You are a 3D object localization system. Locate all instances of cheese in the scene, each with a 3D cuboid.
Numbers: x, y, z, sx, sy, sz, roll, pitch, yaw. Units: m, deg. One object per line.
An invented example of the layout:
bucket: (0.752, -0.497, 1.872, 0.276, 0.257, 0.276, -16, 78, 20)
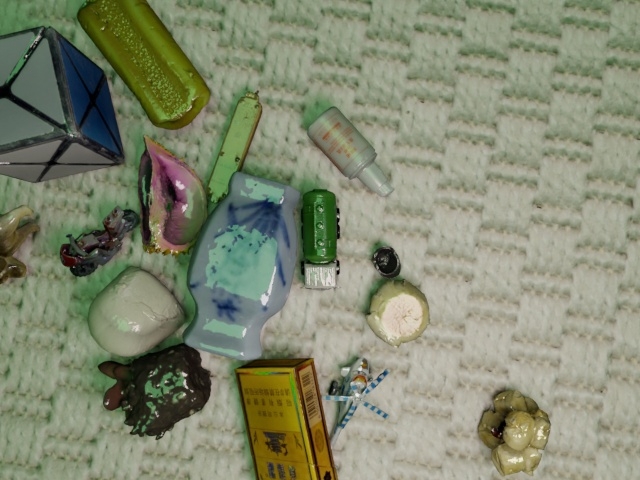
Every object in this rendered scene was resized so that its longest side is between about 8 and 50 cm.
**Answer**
cheese: (-0.444, 0.176, 1.041, 0.198, 0.189, 0.154, 42, 121, 2)

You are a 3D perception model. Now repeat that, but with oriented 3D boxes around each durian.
durian: (-0.360, -0.088, 1.072, 0.186, 0.153, 0.261, 12, 82, -22)

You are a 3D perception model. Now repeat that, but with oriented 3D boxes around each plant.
plant: (-0.382, 0.347, 1.029, 0.233, 0.178, 0.204, -21, 90, -7)

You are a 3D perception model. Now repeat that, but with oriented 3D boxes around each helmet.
helmet: (0.161, 0.055, 1.103, 0.065, 0.049, 0.084, -20, 90, -10)

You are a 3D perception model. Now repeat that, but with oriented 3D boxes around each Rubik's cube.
Rubik's cube: (-0.644, -0.296, 1.012, 0.254, 0.260, 0.259, -14, 86, -1)

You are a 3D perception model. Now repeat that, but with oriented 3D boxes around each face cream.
face cream: (0.084, -0.204, 1.086, 0.101, 0.101, 0.252, -42, 89, -1)

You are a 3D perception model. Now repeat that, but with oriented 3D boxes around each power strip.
power strip: (-0.214, -0.236, 1.117, 0.064, 0.044, 0.305, 20, 90, 1)

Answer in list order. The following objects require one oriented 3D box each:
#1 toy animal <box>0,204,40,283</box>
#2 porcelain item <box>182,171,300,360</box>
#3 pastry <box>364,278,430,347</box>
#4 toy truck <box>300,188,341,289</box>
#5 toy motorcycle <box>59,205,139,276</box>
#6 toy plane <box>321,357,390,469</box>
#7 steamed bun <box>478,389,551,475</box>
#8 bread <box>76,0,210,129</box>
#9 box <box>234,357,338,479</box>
toy animal: (-0.758, 0.001, 1.050, 0.121, 0.233, 0.169, 23, 48, -9)
porcelain item: (-0.180, 0.056, 1.039, 0.242, 0.178, 0.405, 15, 86, 1)
pastry: (0.191, 0.175, 1.079, 0.165, 0.088, 0.166, 0, 87, 1)
toy truck: (0.000, 0.000, 1.068, 0.101, 0.125, 0.243, -1, 89, -1)
toy motorcycle: (-0.542, -0.002, 1.070, 0.082, 0.122, 0.213, 41, 87, 15)
toy plane: (0.068, 0.418, 1.080, 0.181, 0.107, 0.273, 1, 102, -8)
steamed bun: (0.441, 0.452, 1.036, 0.106, 0.177, 0.192, 19, 102, 9)
bread: (-0.426, -0.449, 1.088, 0.166, 0.112, 0.384, -37, 90, 1)
box: (-0.081, 0.432, 1.028, 0.192, 0.084, 0.302, -13, 88, 36)
